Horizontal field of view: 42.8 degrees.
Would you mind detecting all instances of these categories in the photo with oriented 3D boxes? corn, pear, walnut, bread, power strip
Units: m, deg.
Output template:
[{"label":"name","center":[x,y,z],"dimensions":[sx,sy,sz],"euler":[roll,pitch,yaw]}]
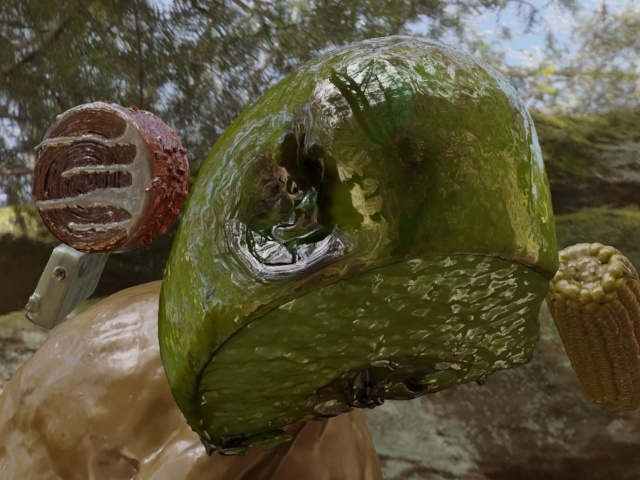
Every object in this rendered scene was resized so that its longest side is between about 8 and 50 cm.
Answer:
[{"label":"corn","center":[0.413,0.135,1.191],"dimensions":[0.131,0.131,0.344],"euler":[-33,-45,-2]},{"label":"pear","center":[0.000,0.000,0.470],"dimensions":[0.238,0.164,0.255],"euler":[-16,-28,0]},{"label":"walnut","center":[-0.129,0.213,0.736],"dimensions":[0.383,0.383,0.383],"euler":[-10,-59,-17]},{"label":"bread","center":[-0.214,-0.063,0.833],"dimensions":[0.160,0.160,0.073],"euler":[-53,-19,12]},{"label":"power strip","center":[-0.371,0.048,1.233],"dimensions":[0.046,0.270,0.118],"euler":[26,-82,-5]}]
